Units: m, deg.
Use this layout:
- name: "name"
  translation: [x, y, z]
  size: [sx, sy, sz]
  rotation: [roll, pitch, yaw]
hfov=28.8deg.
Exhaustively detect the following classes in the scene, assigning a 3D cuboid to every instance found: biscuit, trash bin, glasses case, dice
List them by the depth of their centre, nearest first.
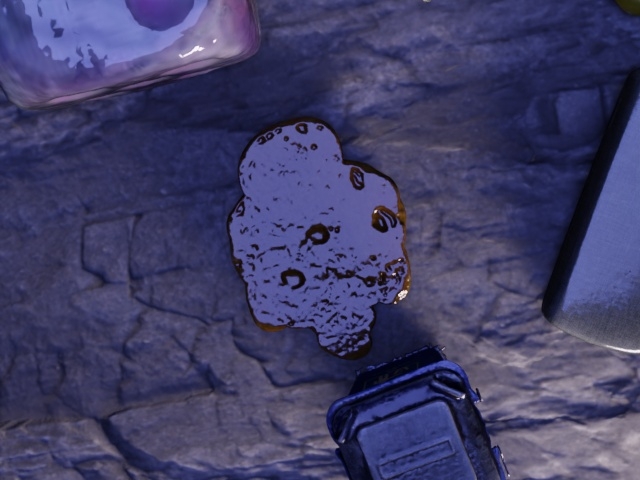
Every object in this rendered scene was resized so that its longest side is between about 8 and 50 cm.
- name: "dice"
  translation: [-0.220, -0.293, 1.300]
  size: [0.271, 0.270, 0.270]
  rotation: [-14, 96, 2]
- name: "trash bin"
  translation: [0.107, 0.217, 1.376]
  size: [0.162, 0.234, 0.184]
  rotation: [-21, 96, 4]
- name: "glasses case"
  translation: [0.363, -0.034, 1.424]
  size: [0.131, 0.074, 0.323]
  rotation: [19, 96, -1]
- name: "biscuit"
  translation: [0.000, 0.000, 1.448]
  size: [0.208, 0.041, 0.290]
  rotation: [-16, 97, 3]

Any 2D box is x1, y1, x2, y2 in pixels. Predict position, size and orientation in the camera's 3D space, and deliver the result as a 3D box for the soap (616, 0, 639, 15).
- name: "soap"
  translation: [0.351, -0.323, 1.404]
  size: [0.089, 0.045, 0.140]
  rotation: [-35, 96, 7]
